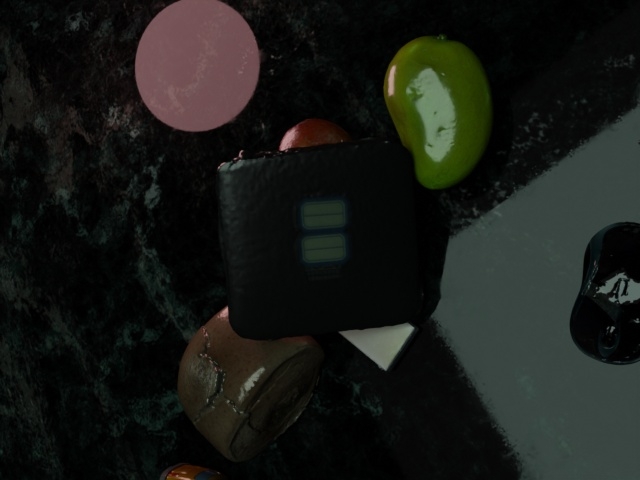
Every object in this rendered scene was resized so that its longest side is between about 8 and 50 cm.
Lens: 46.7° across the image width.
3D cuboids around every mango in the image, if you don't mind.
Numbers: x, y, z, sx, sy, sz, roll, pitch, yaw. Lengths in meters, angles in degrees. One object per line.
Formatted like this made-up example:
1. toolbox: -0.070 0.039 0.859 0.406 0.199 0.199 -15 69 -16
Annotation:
1. mango: 0.220 -0.235 1.327 0.185 0.149 0.273 -22 80 17

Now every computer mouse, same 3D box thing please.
1. computer mouse: 0.481 0.083 1.183 0.137 0.096 0.233 11 89 28

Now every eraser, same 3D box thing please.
1. eraser: 0.101 0.166 1.419 0.150 0.023 0.104 37 102 26

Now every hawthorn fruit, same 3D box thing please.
1. hawthorn fruit: -0.004 -0.150 1.422 0.172 0.173 0.173 -3 83 28

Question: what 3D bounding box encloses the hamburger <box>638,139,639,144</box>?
1. hamburger: 0.603 -0.180 1.146 0.189 0.093 0.164 15 94 30

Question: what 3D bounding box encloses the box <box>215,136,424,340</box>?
1. box: 0.000 0.000 1.323 0.359 0.091 0.350 -7 104 -2

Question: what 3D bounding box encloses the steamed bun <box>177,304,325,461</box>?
1. steamed bun: -0.163 0.269 1.449 0.251 0.199 0.301 37 103 26

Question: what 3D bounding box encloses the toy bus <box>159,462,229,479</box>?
1. toy bus: -0.254 0.569 1.513 0.136 0.126 0.210 -1 84 19
